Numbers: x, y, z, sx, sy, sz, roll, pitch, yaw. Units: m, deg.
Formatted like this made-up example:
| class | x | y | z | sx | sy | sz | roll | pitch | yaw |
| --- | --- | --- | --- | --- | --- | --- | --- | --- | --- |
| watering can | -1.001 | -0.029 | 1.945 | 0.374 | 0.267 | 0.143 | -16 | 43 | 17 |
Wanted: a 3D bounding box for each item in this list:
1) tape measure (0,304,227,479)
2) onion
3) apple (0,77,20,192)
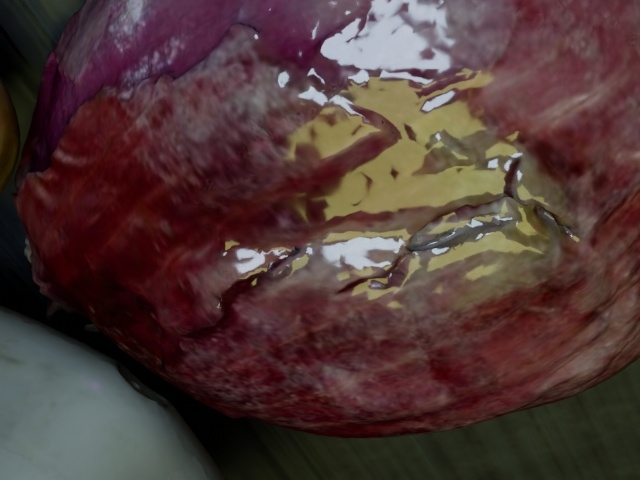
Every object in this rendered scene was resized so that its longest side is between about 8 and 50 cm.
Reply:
| class | x | y | z | sx | sy | sz | roll | pitch | yaw |
| --- | --- | --- | --- | --- | --- | --- | --- | --- | --- |
| tape measure | -0.135 | 0.127 | 0.578 | 0.265 | 0.130 | 0.258 | 18 | 143 | 29 |
| onion | 0.000 | 0.000 | 0.468 | 0.283 | 0.120 | 0.227 | -25 | 125 | 30 |
| apple | -0.141 | -0.042 | 0.457 | 0.089 | 0.074 | 0.089 | 30 | 145 | 24 |
